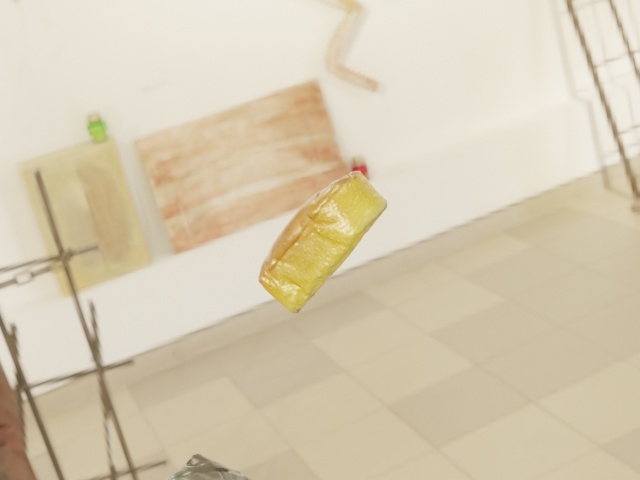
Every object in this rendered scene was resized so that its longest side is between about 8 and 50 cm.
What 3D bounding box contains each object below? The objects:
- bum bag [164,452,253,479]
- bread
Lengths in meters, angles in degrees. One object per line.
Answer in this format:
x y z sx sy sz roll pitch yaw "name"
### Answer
-0.128 0.369 1.294 0.142 0.080 0.326 -10 32 -10 "bum bag"
0.000 0.000 1.507 0.102 0.094 0.245 -42 -7 -48 "bread"
